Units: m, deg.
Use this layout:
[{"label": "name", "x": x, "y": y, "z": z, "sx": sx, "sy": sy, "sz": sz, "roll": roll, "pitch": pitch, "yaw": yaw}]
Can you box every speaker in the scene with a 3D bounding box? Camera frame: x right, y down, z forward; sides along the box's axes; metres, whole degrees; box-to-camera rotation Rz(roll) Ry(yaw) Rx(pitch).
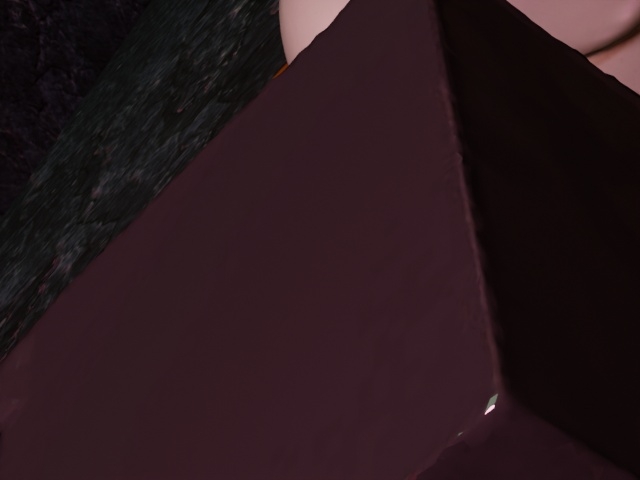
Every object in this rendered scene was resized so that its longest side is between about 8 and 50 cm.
[{"label": "speaker", "x": 0.021, "y": 0.089, "z": 0.613, "sx": 0.254, "sy": 0.184, "sz": 0.232, "roll": -44, "pitch": 28, "yaw": 26}]

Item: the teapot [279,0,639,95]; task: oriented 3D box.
[{"label": "teapot", "x": 0.124, "y": -0.156, "z": 0.946, "sx": 0.318, "sy": 0.220, "sz": 0.149, "roll": -53, "pitch": -4, "yaw": -23}]

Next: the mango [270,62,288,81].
[{"label": "mango", "x": 0.001, "y": -0.002, "z": 1.051, "sx": 0.254, "sy": 0.139, "sz": 0.175, "roll": -58, "pitch": -3, "yaw": 4}]
